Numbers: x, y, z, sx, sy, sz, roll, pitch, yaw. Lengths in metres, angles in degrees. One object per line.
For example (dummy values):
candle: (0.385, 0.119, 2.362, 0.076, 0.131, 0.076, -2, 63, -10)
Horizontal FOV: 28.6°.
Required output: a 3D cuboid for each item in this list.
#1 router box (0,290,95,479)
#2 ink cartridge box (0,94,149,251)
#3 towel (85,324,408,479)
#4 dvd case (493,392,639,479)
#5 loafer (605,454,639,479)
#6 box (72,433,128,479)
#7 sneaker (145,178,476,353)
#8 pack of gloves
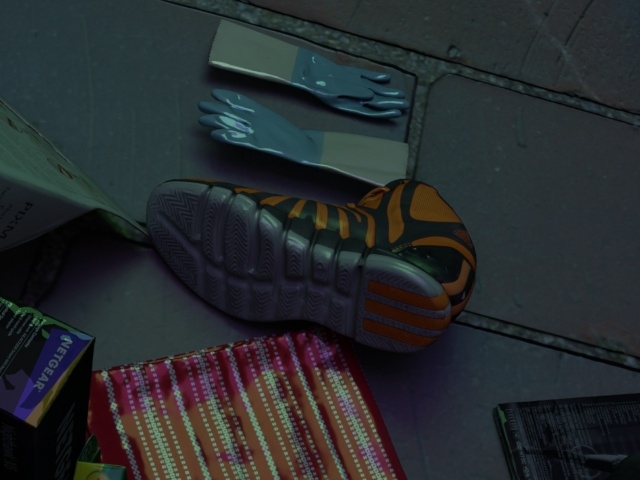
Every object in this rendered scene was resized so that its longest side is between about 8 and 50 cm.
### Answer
router box: (-0.299, 0.117, 0.934, 0.243, 0.309, 0.081, 25, 56, 4)
ink cartridge box: (-0.346, -0.101, 1.081, 0.308, 0.385, 0.091, 41, 93, 19)
towel: (-0.071, 0.178, 1.126, 0.275, 0.031, 0.199, -11, 61, -21)
dvd case: (0.287, 0.224, 1.197, 0.221, 0.018, 0.164, -2, 57, -16)
loafer: (0.284, 0.236, 1.134, 0.223, 0.076, 0.078, -9, 55, -25)
box: (-0.180, 0.248, 0.981, 0.043, 0.105, 0.179, 6, 69, -5)
sneaker: (0.000, 0.000, 1.224, 0.321, 0.124, 0.180, 21, 33, 15)
pack of gloves: (-0.018, -0.135, 1.354, 0.232, 0.046, 0.195, 17, 43, -7)
